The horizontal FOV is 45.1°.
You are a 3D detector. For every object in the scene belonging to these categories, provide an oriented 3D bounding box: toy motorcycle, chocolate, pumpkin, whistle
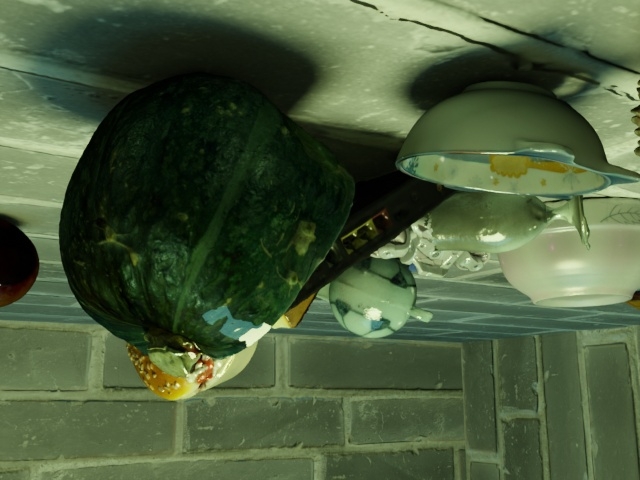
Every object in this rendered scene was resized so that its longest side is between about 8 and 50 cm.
[{"bbox_3d":[0.184,-0.002,1.270,0.254,0.112,0.112,8,165,-29],"label":"toy motorcycle"},{"bbox_3d":[-0.552,0.038,1.256,0.177,0.176,0.177,0,168,0],"label":"chocolate"},{"bbox_3d":[-0.136,-0.030,0.719,0.197,0.263,0.293,40,143,-24],"label":"pumpkin"},{"bbox_3d":[0.059,0.079,1.329,0.290,0.163,0.163,21,175,20],"label":"whistle"}]

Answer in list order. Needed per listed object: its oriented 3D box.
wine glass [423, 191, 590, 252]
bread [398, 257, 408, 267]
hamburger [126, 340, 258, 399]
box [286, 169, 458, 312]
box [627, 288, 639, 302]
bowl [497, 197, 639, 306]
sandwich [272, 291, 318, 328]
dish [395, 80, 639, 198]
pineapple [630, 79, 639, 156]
[{"bbox_3d":[0.261,-0.029,1.089,0.222,0.103,0.103,-5,167,19],"label":"wine glass"},{"bbox_3d":[0.122,0.028,1.424,0.053,0.074,0.132,19,158,-26],"label":"bread"},{"bbox_3d":[-0.206,0.079,1.123,0.227,0.295,0.151,-25,164,37],"label":"hamburger"},{"bbox_3d":[0.000,0.000,0.918,0.350,0.058,0.211,-32,-171,-38],"label":"box"},{"bbox_3d":[0.729,0.064,1.516,0.265,0.115,0.415,-6,167,30],"label":"box"},{"bbox_3d":[0.431,0.031,1.289,0.287,0.143,0.287,0,167,0],"label":"bowl"},{"bbox_3d":[-0.075,0.008,1.266,0.108,0.220,0.186,-7,130,40],"label":"sandwich"},{"bbox_3d":[0.191,-0.101,0.759,0.228,0.086,0.236,10,176,-31],"label":"dish"},{"bbox_3d":[0.312,-0.126,0.567,0.175,0.174,0.361,-6,154,24],"label":"pineapple"}]
